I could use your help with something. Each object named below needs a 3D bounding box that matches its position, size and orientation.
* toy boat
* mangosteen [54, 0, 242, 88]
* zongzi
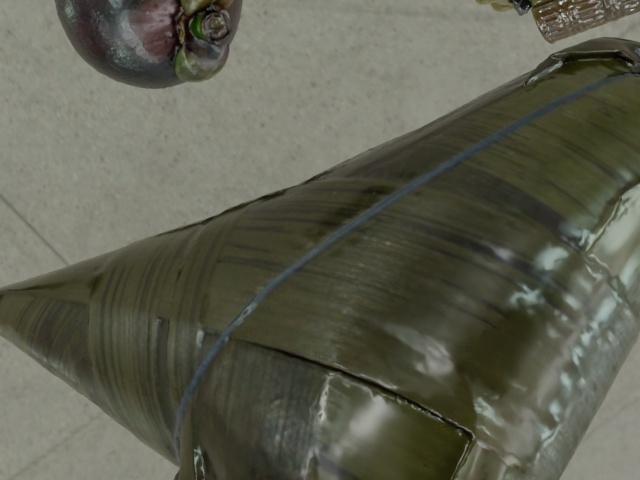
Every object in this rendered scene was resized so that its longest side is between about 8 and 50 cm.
[{"bbox_3d":[0.224,-0.208,0.715,0.226,0.088,0.068,-16,178,28],"label":"toy boat"},{"bbox_3d":[-0.175,-0.271,1.057,0.216,0.216,0.216,-13,125,-20],"label":"mangosteen"},{"bbox_3d":[0.000,0.000,0.474,0.286,0.300,0.138,-55,150,-20],"label":"zongzi"}]
